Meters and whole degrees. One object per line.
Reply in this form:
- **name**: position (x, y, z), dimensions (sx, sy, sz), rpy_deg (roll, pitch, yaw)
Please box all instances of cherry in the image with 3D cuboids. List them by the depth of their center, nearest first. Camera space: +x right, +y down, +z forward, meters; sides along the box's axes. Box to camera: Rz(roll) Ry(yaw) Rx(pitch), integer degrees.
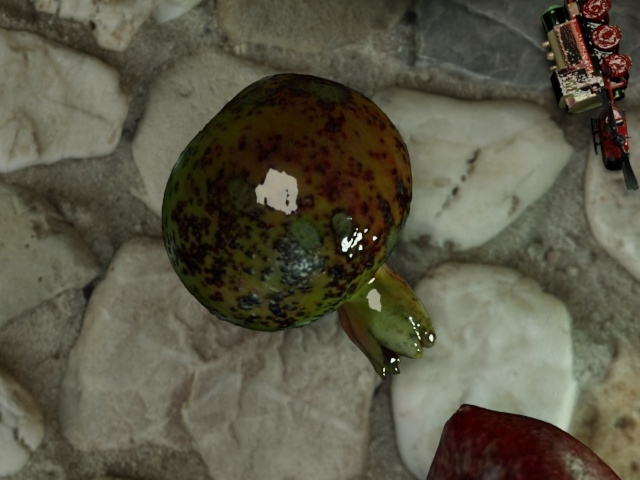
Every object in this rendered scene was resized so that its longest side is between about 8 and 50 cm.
- **cherry**: position (0.196, 0.294, 0.702), dimensions (0.230, 0.203, 0.300), rpy_deg (-40, 57, 41)

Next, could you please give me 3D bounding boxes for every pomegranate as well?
- **pomegranate**: position (0.000, 0.000, 0.798), dimensions (0.285, 0.285, 0.341), rpy_deg (-44, 99, 3)

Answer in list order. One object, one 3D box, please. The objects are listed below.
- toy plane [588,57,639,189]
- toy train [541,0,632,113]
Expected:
- **toy plane**: position (0.314, -0.127, 0.808), dimensions (0.037, 0.060, 0.145), rpy_deg (-12, 115, 14)
- **toy train**: position (0.297, -0.217, 0.854), dimensions (0.087, 0.050, 0.138), rpy_deg (-16, 76, 14)
